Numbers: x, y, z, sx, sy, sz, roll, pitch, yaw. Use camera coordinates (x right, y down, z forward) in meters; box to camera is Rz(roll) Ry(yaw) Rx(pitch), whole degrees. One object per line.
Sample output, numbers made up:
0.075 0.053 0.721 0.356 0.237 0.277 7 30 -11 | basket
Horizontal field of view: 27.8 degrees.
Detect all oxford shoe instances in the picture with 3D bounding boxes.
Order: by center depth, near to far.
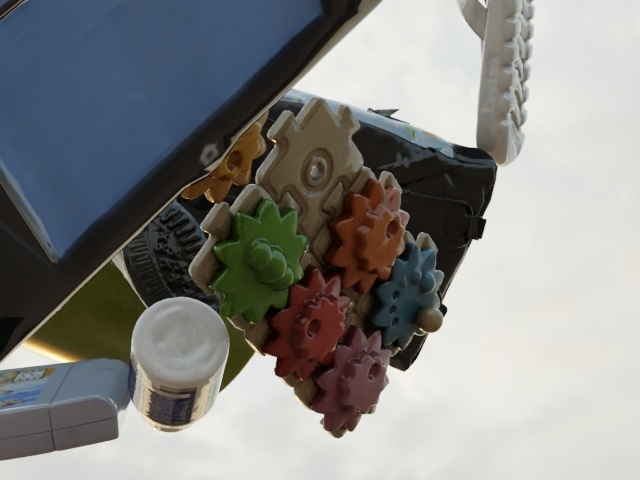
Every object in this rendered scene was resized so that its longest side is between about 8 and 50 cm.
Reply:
-0.166 0.003 1.222 0.083 0.227 0.096 -23 -20 -25 | oxford shoe

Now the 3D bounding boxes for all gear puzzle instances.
0.000 0.000 0.903 0.044 0.175 0.339 19 -24 39 | gear puzzle

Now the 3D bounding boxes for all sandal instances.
0.202 -0.300 1.576 0.102 0.416 0.169 3 -4 19 | sandal

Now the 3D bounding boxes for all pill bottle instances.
-0.104 0.094 0.924 0.067 0.067 0.120 1 -28 -10 | pill bottle

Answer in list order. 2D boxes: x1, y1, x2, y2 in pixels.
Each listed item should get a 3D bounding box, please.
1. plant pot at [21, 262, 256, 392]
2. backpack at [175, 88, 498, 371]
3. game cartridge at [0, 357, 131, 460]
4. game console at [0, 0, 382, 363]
-0.251 0.036 1.722 0.353 0.366 0.366 35 -54 -21 | plant pot
-0.023 -0.043 1.517 0.356 0.273 0.290 16 -79 -31 | backpack
-0.348 0.179 1.323 0.297 0.062 0.198 -6 4 -3 | game cartridge
-0.087 -0.126 0.468 0.386 0.060 0.342 -45 -33 -16 | game console
